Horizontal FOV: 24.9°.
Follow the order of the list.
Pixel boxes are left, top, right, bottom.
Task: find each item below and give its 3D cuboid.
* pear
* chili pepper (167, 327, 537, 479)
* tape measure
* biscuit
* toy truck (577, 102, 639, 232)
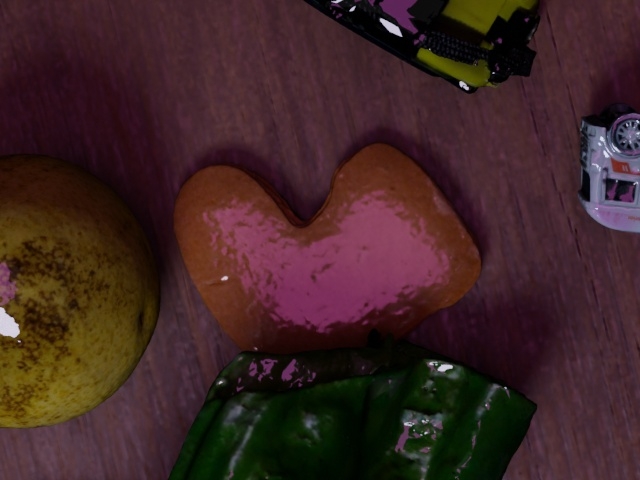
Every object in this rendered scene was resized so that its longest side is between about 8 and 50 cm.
[{"bbox_3d":[-0.210,0.038,0.999,0.197,0.197,0.197,0,92,4],"label":"pear"},{"bbox_3d":[-0.011,0.213,0.957,0.167,0.213,0.385,30,74,42],"label":"chili pepper"},{"bbox_3d":[0.064,-0.178,0.970,0.199,0.186,0.112,30,102,4],"label":"tape measure"},{"bbox_3d":[0.000,0.000,1.056,0.192,0.036,0.186,-33,87,4],"label":"biscuit"},{"bbox_3d":[0.265,-0.030,1.014,0.178,0.080,0.115,9,102,3],"label":"toy truck"}]
